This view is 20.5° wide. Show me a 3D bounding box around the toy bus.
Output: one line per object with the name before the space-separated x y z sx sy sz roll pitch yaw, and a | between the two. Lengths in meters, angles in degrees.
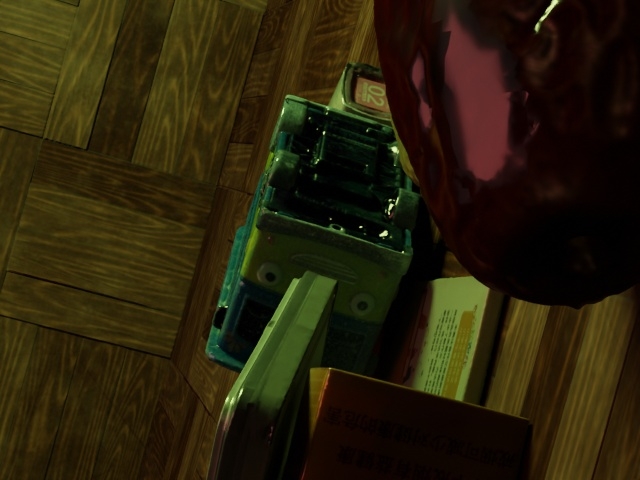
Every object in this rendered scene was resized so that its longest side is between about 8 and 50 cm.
toy bus | 0.000 0.000 1.660 0.312 0.152 0.190 -82 11 -67

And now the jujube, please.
jujube | 0.140 -0.115 1.078 0.223 0.223 0.318 117 157 -49

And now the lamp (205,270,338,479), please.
lamp | -0.047 0.185 1.331 0.266 0.047 0.269 -59 -17 -67

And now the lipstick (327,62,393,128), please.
lipstick | 0.020 -0.079 1.945 0.253 0.077 0.079 117 165 -46

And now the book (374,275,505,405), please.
book | 0.082 0.132 1.480 0.295 0.020 0.208 169 116 -78

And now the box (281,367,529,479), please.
box | 0.040 0.219 1.217 0.070 0.152 0.237 170 114 -77

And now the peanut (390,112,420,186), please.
peanut | 0.109 -0.093 1.501 0.093 0.083 0.194 -35 29 14
